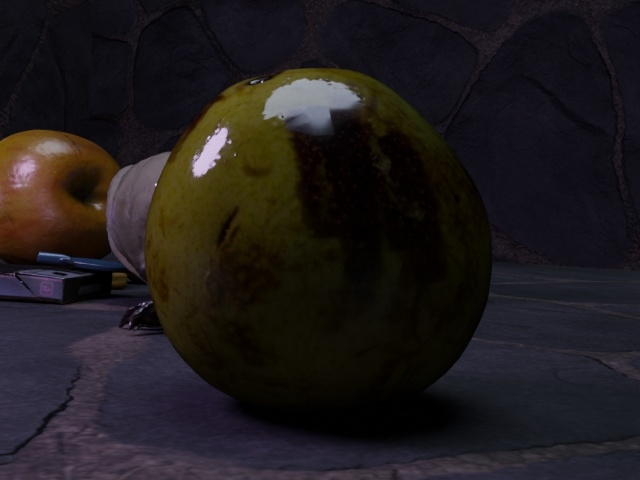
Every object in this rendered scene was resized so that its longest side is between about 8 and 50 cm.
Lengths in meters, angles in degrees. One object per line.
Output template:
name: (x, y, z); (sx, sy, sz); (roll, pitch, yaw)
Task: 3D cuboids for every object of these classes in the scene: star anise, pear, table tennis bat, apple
star anise: (-0.180, 0.092, 1.021); (0.141, 0.042, 0.141); (4, 1, 0)
pear: (0.000, 0.000, 0.654); (0.283, 0.284, 0.283); (2, 2, 0)
table tennis bat: (-0.392, 0.038, 1.371); (0.155, 0.019, 0.100); (9, 2, -16)
apple: (-0.492, -0.072, 1.525); (0.233, 0.286, 0.286); (-6, -3, 35)

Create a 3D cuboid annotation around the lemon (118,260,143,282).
lemon: (-0.359, 0.045, 1.652); (0.110, 0.082, 0.082); (-4, -2, 32)

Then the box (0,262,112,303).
box: (-0.528, 0.064, 1.344); (0.324, 0.047, 0.180); (3, 1, 10)

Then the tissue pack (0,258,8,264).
tissue pack: (-0.662, 0.042, 1.771); (0.108, 0.056, 0.023); (2, 3, 32)

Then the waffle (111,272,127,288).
waffle: (-0.458, 0.074, 1.533); (0.191, 0.032, 0.125); (0, 4, 41)

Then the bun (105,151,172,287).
bun: (-0.160, -0.003, 1.306); (0.365, 0.219, 0.365); (7, -14, 2)
